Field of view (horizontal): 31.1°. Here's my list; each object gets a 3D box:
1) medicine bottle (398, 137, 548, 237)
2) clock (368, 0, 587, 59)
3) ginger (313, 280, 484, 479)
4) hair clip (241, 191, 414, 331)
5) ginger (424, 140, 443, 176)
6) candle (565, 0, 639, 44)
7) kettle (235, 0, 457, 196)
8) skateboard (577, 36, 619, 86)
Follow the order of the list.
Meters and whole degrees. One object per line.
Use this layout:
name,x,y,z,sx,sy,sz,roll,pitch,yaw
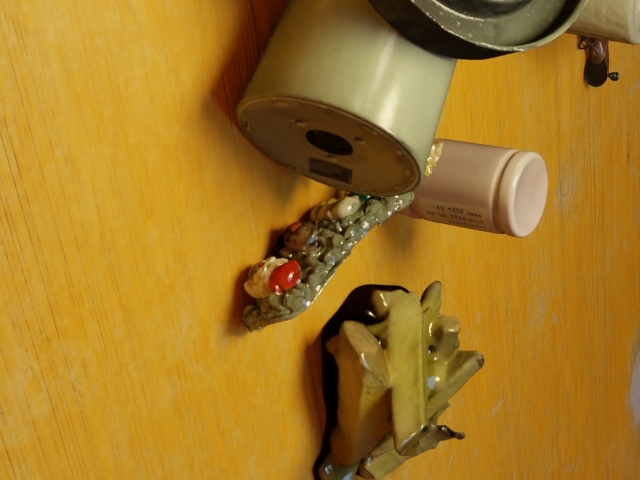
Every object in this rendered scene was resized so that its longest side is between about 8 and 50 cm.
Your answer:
medicine bottle,0.207,-0.087,1.752,0.133,0.250,0.133,-25,121,-52
clock,0.180,-0.406,1.405,0.386,0.076,0.386,6,78,-32
ginger,0.150,0.250,1.813,0.413,0.211,0.358,-4,105,-56
hair clip,-0.001,-0.002,1.599,0.091,0.138,0.321,53,51,-12
ginger,0.119,-0.135,1.673,0.052,0.176,0.193,45,58,-22
candle,0.483,-0.455,1.977,0.221,0.343,0.221,-34,132,-49
kettle,0.077,-0.259,1.550,0.361,0.250,0.376,71,37,-68
skateboard,0.565,-0.392,2.372,0.080,0.067,0.151,-28,117,-38
